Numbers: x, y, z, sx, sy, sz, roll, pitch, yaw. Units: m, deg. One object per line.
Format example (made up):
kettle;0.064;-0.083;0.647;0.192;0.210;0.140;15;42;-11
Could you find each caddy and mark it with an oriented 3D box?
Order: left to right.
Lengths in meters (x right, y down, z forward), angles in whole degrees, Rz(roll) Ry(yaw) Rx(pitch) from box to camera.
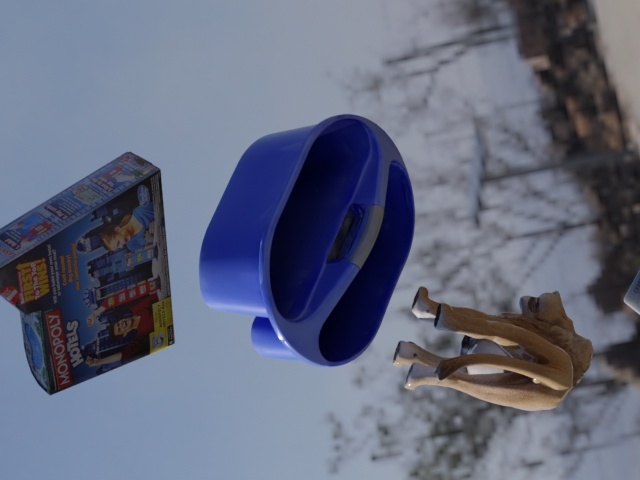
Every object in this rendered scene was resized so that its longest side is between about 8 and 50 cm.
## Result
caddy;0.000;0.000;2.331;0.241;0.179;0.341;46;-126;-37

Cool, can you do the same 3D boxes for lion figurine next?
lion figurine;0.221;0.143;2.118;0.392;0.240;0.142;-90;18;-79

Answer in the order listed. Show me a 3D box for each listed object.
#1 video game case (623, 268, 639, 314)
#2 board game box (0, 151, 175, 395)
video game case;0.405;0.003;1.873;0.212;0.023;0.193;-62;18;8
board game box;-0.238;0.037;1.719;0.060;0.194;0.194;29;130;46
